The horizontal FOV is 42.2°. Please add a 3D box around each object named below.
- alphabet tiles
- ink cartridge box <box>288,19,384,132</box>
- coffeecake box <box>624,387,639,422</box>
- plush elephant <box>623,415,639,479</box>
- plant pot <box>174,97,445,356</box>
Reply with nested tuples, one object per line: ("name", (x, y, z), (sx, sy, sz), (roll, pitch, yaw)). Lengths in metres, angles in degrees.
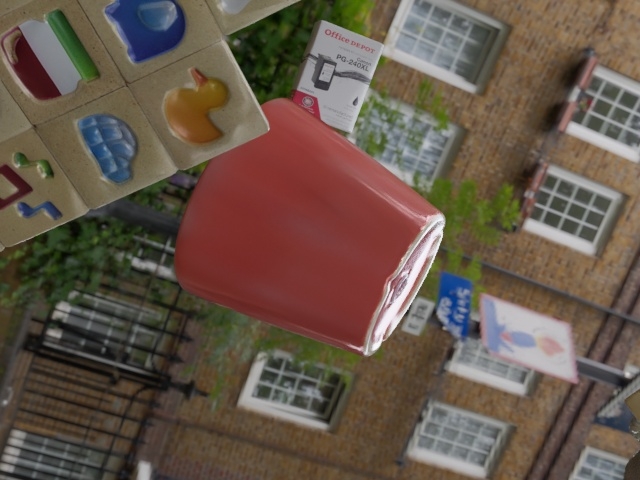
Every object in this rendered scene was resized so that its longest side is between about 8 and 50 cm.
("alphabet tiles", (-0.188, -0.129, 0.407), (0.343, 0.285, 0.011), (-23, -151, 9))
("ink cartridge box", (0.021, -0.260, 1.316), (0.063, 0.109, 0.150), (-126, -125, -77))
("coffeecake box", (0.208, 0.044, 0.323), (0.142, 0.185, 0.068), (-40, -111, 18))
("plush elephant", (0.457, 0.315, 0.941), (0.330, 0.255, 0.271), (-61, 143, -42))
("plant pot", (0.000, 0.000, 1.010), (0.275, 0.243, 0.275), (-53, 163, -25))
